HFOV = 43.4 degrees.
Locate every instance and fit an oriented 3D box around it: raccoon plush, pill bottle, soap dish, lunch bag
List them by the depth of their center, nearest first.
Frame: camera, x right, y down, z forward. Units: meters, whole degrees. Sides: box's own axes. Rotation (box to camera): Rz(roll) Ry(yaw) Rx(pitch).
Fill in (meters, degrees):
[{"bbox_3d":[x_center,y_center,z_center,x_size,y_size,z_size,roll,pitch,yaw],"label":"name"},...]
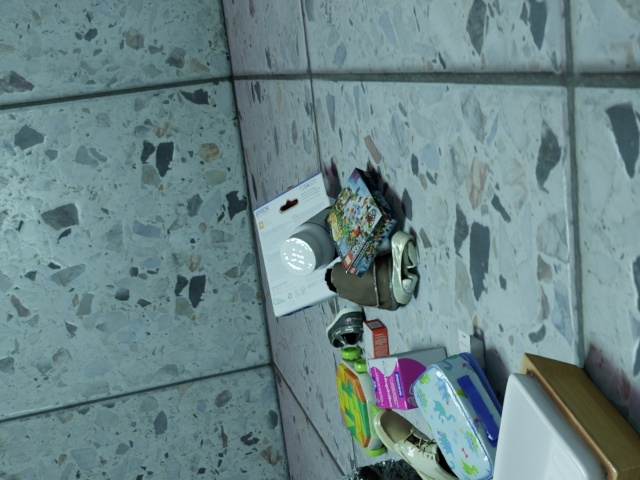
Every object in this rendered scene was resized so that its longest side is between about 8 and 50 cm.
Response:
[{"bbox_3d":[0.341,0.330,1.106,0.229,0.118,0.291,-120,24,-55],"label":"soap dish"},{"bbox_3d":[0.260,0.316,1.423,0.219,0.090,0.176,62,159,20],"label":"lunch bag"},{"bbox_3d":[0.137,0.722,1.906,0.446,0.216,0.299,-51,46,42],"label":"raccoon plush"},{"bbox_3d":[0.000,0.000,1.997,0.121,0.221,0.121,14,118,26],"label":"pill bottle"}]

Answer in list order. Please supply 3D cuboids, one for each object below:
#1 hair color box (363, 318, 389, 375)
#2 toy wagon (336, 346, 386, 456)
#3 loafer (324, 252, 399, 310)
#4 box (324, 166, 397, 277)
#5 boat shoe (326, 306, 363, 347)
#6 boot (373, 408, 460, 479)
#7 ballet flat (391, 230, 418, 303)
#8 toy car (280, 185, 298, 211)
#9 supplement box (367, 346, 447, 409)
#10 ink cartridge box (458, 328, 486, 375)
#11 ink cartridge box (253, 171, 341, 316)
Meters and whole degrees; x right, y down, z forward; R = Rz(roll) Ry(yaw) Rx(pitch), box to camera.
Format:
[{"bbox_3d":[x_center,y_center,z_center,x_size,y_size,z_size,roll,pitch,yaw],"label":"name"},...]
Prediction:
[{"bbox_3d":[0.143,0.278,2.039,0.072,0.043,0.141,-135,38,-67],"label":"hair color box"},{"bbox_3d":[0.123,0.450,2.194,0.344,0.068,0.267,-152,53,-73],"label":"toy wagon"},{"bbox_3d":[0.093,0.105,1.905,0.366,0.130,0.134,160,106,-76],"label":"loafer"},{"bbox_3d":[0.087,-0.044,1.833,0.159,0.044,0.233,-59,26,21],"label":"box"},{"bbox_3d":[0.069,0.261,2.242,0.233,0.084,0.079,114,144,-62],"label":"boat shoe"},{"bbox_3d":[0.213,0.426,1.670,0.213,0.077,0.165,46,159,5],"label":"boot"},{"bbox_3d":[0.181,0.063,1.710,0.052,0.057,0.168,12,117,45],"label":"ballet flat"},{"bbox_3d":[-0.055,-0.082,2.381,0.159,0.136,0.182,119,139,-69],"label":"toy car"},{"bbox_3d":[0.190,0.295,1.717,0.220,0.113,0.111,142,118,-73],"label":"supplement box"},{"bbox_3d":[0.276,0.203,1.468,0.048,0.028,0.083,-148,48,-70],"label":"ink cartridge box"},{"bbox_3d":[-0.041,0.017,2.252,0.324,0.071,0.330,-25,72,46],"label":"ink cartridge box"}]
